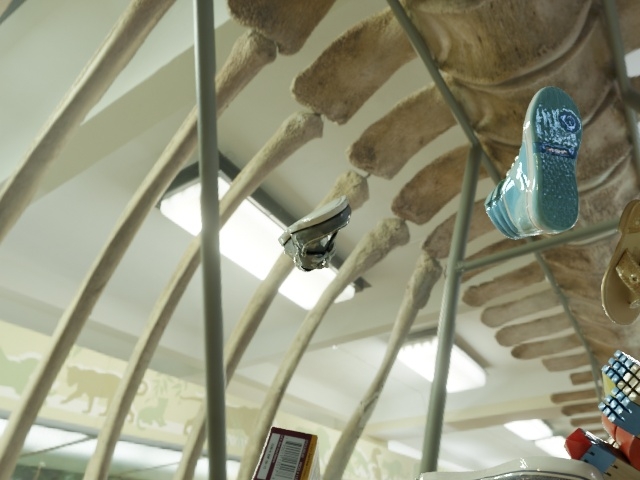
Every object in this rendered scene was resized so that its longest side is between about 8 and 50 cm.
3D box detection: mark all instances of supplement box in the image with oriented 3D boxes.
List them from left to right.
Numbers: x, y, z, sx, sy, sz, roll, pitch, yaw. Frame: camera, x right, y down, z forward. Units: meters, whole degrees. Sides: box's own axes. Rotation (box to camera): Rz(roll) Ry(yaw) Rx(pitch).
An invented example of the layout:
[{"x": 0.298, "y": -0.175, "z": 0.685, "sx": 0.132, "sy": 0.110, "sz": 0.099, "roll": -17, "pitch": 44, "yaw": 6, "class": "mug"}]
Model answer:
[{"x": -0.050, "y": 0.401, "z": 0.771, "sx": 0.081, "sy": 0.104, "sz": 0.188, "roll": 7, "pitch": -54, "yaw": 12, "class": "supplement box"}]

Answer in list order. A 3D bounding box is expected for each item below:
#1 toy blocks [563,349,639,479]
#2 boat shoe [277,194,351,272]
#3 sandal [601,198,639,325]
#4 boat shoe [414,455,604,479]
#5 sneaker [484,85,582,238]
[{"x": 0.591, "y": 0.298, "z": 0.820, "sx": 0.261, "sy": 0.190, "sz": 0.381, "roll": 31, "pitch": -76, "yaw": -4, "class": "toy blocks"}, {"x": 0.000, "y": 0.000, "z": 0.867, "sx": 0.116, "sy": 0.099, "sz": 0.319, "roll": -29, "pitch": 0, "yaw": -16, "class": "boat shoe"}, {"x": 0.573, "y": 0.048, "z": 0.861, "sx": 0.088, "sy": 0.239, "sz": 0.079, "roll": 3, "pitch": 9, "yaw": -6, "class": "sandal"}, {"x": 0.312, "y": 0.481, "z": 0.823, "sx": 0.341, "sy": 0.158, "sz": 0.127, "roll": -28, "pitch": -66, "yaw": 33, "class": "boat shoe"}, {"x": 0.434, "y": -0.151, "z": 1.029, "sx": 0.127, "sy": 0.318, "sz": 0.208, "roll": 15, "pitch": -16, "yaw": -11, "class": "sneaker"}]
